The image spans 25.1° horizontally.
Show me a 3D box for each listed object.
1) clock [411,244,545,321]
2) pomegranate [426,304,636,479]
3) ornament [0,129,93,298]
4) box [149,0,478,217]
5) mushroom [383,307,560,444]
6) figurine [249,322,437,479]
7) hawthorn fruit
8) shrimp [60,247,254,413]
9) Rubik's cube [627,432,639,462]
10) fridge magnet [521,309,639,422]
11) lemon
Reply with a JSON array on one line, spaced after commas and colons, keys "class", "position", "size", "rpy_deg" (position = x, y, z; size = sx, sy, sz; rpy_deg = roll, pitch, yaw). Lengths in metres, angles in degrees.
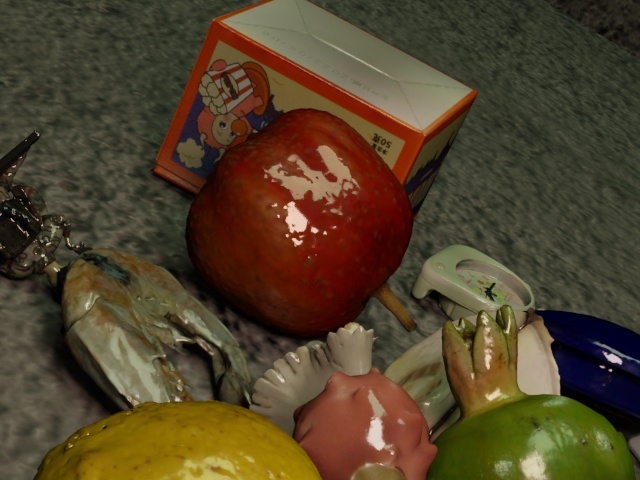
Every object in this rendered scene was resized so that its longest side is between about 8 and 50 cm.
[{"class": "clock", "position": [0.238, 0.084, 2.075], "size": [0.191, 0.062, 0.151], "rpy_deg": [34, 27, 18]}, {"class": "pomegranate", "position": [0.199, 0.222, 1.521], "size": [0.236, 0.236, 0.301], "rpy_deg": [-17, 85, -54]}, {"class": "ornament", "position": [-0.342, -0.004, 1.719], "size": [0.196, 0.166, 0.153], "rpy_deg": [50, -7, -7]}, {"class": "box", "position": [-0.002, -0.163, 2.126], "size": [0.349, 0.256, 0.318], "rpy_deg": [29, 26, 9]}, {"class": "mushroom", "position": [0.171, 0.214, 1.724], "size": [0.236, 0.173, 0.162], "rpy_deg": [-44, 110, -25]}, {"class": "figurine", "position": [0.039, 0.203, 1.473], "size": [0.166, 0.207, 0.387], "rpy_deg": [28, 2, -22]}, {"class": "hawthorn fruit", "position": [0.000, 0.000, 1.838], "size": [0.330, 0.287, 0.287], "rpy_deg": [43, 28, 7]}, {"class": "shrimp", "position": [-0.167, 0.137, 1.603], "size": [0.247, 0.085, 0.360], "rpy_deg": [14, 33, -41]}, {"class": "Rubik's cube", "position": [0.563, 0.310, 1.822], "size": [0.228, 0.233, 0.228], "rpy_deg": [115, -47, -80]}, {"class": "fridge magnet", "position": [0.377, 0.164, 1.909], "size": [0.265, 0.112, 0.265], "rpy_deg": [23, -1, 1]}, {"class": "lemon", "position": [-0.127, 0.260, 1.222], "size": [0.310, 0.253, 0.253], "rpy_deg": [-3, 36, -33]}]
